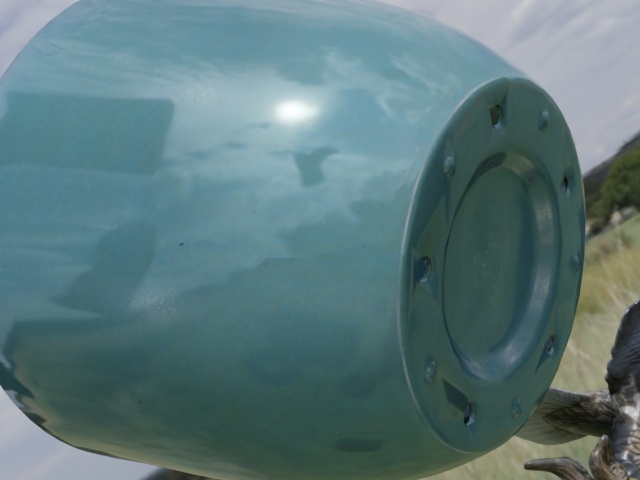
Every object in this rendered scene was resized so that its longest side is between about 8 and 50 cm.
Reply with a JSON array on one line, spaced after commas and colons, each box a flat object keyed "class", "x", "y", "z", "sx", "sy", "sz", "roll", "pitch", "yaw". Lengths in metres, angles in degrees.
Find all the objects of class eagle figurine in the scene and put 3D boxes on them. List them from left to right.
[{"class": "eagle figurine", "x": 0.310, "y": 0.129, "z": 0.783, "sx": 0.298, "sy": 0.225, "sz": 0.226, "roll": -45, "pitch": 13, "yaw": -23}]

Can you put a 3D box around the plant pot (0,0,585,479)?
[{"class": "plant pot", "x": 0.000, "y": 0.000, "z": 0.535, "sx": 0.235, "sy": 0.292, "sz": 0.293, "roll": 7, "pitch": 20, "yaw": 38}]
